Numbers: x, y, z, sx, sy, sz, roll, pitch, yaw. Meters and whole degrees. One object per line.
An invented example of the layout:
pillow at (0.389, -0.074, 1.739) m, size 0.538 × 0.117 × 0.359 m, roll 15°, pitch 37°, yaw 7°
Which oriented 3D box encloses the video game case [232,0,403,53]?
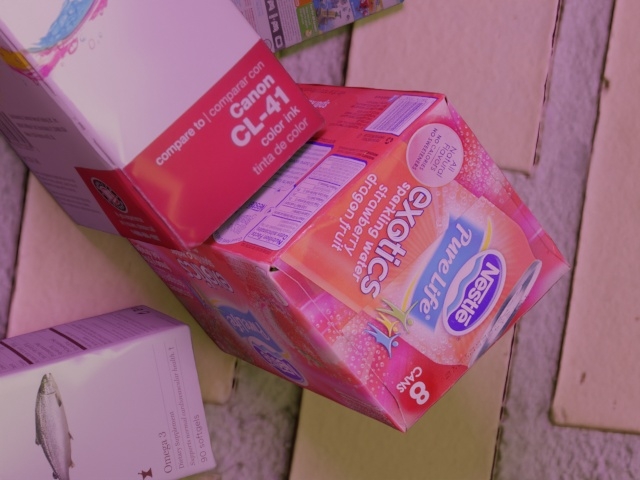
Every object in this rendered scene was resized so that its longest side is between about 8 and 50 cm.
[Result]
video game case at (-0.021, -0.197, 1.269) m, size 0.166 × 0.015 × 0.119 m, roll -24°, pitch 120°, yaw -22°

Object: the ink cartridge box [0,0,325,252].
ink cartridge box at (-0.168, -0.150, 1.112) m, size 0.131 × 0.226 × 0.306 m, roll -42°, pitch 112°, yaw -15°

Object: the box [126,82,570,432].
box at (0.000, 0.000, 1.164) m, size 0.154 × 0.300 × 0.142 m, roll -44°, pitch 111°, yaw -15°

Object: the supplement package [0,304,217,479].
supplement package at (-0.176, 0.119, 1.205) m, size 0.179 × 0.105 × 0.105 m, roll -15°, pitch 103°, yaw -22°
